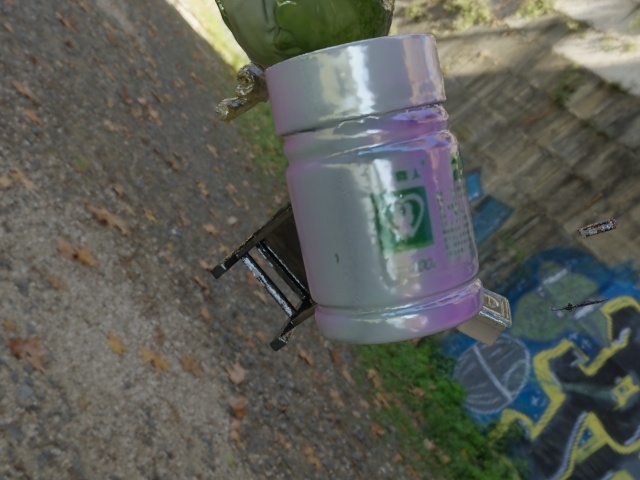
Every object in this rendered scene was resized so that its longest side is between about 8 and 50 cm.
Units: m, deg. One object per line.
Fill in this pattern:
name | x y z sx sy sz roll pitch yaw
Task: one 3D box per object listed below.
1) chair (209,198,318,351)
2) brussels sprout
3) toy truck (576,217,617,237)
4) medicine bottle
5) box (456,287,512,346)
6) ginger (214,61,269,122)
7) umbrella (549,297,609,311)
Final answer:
chair | 0.000 0.000 1.328 0.203 0.240 0.416 49 19 -4
brussels sprout | -0.027 -0.410 1.174 0.354 0.281 0.289 -3 88 -58
toy truck | 0.589 -0.026 1.515 0.032 0.083 0.024 -31 99 -56
medicine bottle | 0.067 -0.060 0.844 0.212 0.212 0.326 -55 133 -82
box | 0.288 0.132 1.269 0.089 0.062 0.122 27 21 3
ginger | -0.159 -0.322 1.509 0.067 0.165 0.096 28 -32 32
umbrella | 0.584 0.145 1.590 0.022 0.148 0.022 -113 -163 -63
